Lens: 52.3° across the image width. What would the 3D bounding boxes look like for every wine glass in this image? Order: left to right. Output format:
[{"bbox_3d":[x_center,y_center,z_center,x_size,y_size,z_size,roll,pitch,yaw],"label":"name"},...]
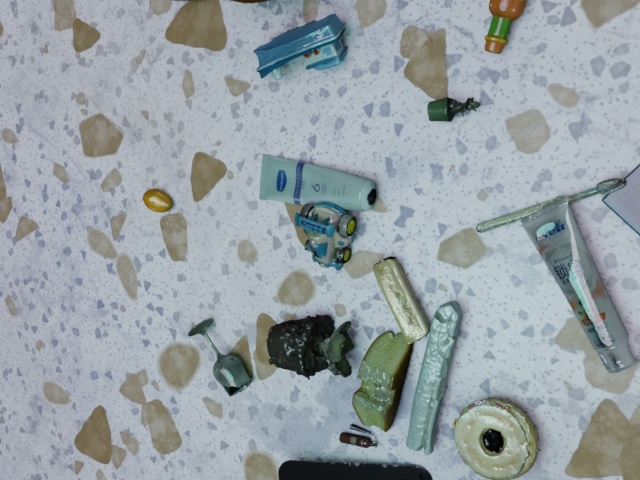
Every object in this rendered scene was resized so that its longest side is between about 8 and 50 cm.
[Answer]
[{"bbox_3d":[-0.253,0.297,1.650,0.079,0.079,0.195,-45,73,26],"label":"wine glass"}]

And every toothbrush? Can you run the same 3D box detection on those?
[{"bbox_3d":[0.427,-0.064,1.238,0.294,0.028,0.026,-22,67,38],"label":"toothbrush"}]

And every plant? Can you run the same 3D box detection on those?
[{"bbox_3d":[-0.016,0.240,1.476,0.203,0.131,0.142,-10,88,29],"label":"plant"},{"bbox_3d":[0.267,-0.262,1.300,0.102,0.051,0.051,-3,95,25],"label":"plant"}]

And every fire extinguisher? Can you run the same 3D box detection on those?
[{"bbox_3d":[0.093,0.452,1.503,0.100,0.032,0.046,2,63,30],"label":"fire extinguisher"}]

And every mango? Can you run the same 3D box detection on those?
[{"bbox_3d":[-0.428,-0.104,1.721,0.089,0.046,0.060,18,104,23],"label":"mango"}]

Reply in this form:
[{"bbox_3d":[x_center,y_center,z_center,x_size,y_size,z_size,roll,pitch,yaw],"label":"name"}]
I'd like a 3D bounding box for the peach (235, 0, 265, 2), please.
[{"bbox_3d":[-0.161,-0.666,1.343,0.302,0.343,0.342,4,98,12],"label":"peach"}]

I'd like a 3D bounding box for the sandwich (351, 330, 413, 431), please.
[{"bbox_3d":[0.130,0.317,1.425,0.090,0.088,0.244,18,105,27],"label":"sandwich"}]

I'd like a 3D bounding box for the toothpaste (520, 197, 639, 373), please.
[{"bbox_3d":[0.484,0.085,1.204,0.100,0.066,0.323,-31,81,40],"label":"toothpaste"}]

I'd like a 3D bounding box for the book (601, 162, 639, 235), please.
[{"bbox_3d":[0.654,-0.044,1.116,0.269,0.025,0.191,49,117,16],"label":"book"}]

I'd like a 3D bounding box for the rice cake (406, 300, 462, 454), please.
[{"bbox_3d":[0.240,0.288,1.373,0.063,0.066,0.336,13,103,19],"label":"rice cake"}]

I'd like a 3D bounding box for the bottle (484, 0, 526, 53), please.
[{"bbox_3d":[0.351,-0.446,1.220,0.069,0.069,0.187,23,109,26],"label":"bottle"}]

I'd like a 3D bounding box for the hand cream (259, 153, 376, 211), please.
[{"bbox_3d":[-0.013,-0.125,1.487,0.321,0.067,0.109,14,104,36],"label":"hand cream"}]

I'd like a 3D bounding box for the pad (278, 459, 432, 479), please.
[{"bbox_3d":[0.094,0.658,1.528,0.376,0.063,0.314,-3,94,20],"label":"pad"}]

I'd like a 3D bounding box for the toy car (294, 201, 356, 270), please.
[{"bbox_3d":[0.000,0.000,1.444,0.126,0.098,0.161,21,123,27],"label":"toy car"}]

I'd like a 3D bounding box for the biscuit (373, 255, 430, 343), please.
[{"bbox_3d":[0.175,0.126,1.395,0.056,0.052,0.188,-28,78,20],"label":"biscuit"}]

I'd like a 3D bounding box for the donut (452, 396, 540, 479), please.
[{"bbox_3d":[0.356,0.399,1.319,0.175,0.068,0.174,2,95,29],"label":"donut"}]

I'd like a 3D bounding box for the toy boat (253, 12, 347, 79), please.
[{"bbox_3d":[-0.046,-0.412,1.442,0.238,0.109,0.098,-11,125,31],"label":"toy boat"}]
